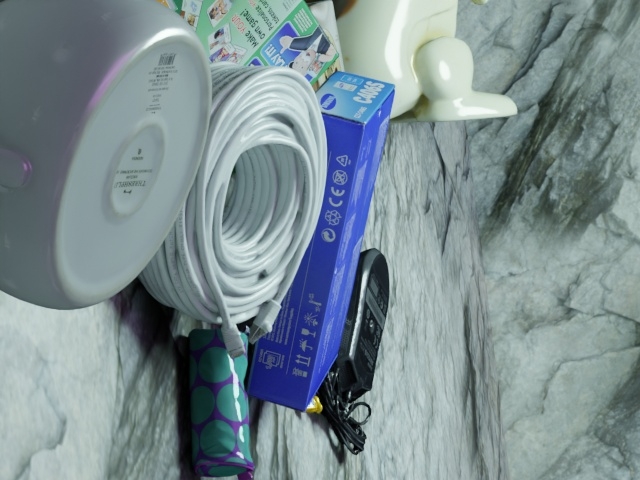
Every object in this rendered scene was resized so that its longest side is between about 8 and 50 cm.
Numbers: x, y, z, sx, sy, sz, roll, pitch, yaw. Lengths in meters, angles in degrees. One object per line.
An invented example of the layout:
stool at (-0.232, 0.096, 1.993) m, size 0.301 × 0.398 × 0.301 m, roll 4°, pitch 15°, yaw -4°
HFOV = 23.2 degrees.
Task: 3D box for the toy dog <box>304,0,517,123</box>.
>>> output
toy dog at (0.058, -0.360, 2.161) m, size 0.395 × 0.284 × 0.408 m, roll -7°, pitch 95°, yaw -36°

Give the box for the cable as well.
cable at (-0.087, -0.048, 1.525) m, size 0.257 × 0.089 × 0.257 m, roll -60°, pitch 147°, yaw -24°

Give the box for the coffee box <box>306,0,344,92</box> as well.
coffee box at (-0.058, -0.187, 1.853) m, size 0.297 × 0.118 × 0.168 m, roll -41°, pitch 122°, yaw -73°

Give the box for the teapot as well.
teapot at (-0.211, -0.082, 1.124) m, size 0.252 × 0.187 × 0.256 m, roll -58°, pitch 161°, yaw -29°

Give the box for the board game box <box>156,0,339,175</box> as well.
board game box at (-0.110, -0.185, 1.536) m, size 0.046 × 0.213 × 0.317 m, roll 41°, pitch -4°, yaw 27°

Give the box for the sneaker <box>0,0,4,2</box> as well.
sneaker at (-0.243, -0.285, 1.242) m, size 0.107 × 0.118 × 0.279 m, roll -77°, pitch 153°, yaw -57°

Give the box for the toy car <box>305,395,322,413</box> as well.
toy car at (-0.015, 0.149, 1.915) m, size 0.040 × 0.060 × 0.122 m, roll -2°, pitch 73°, yaw -43°

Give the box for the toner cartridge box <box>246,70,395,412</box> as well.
toner cartridge box at (0.000, 0.000, 1.742) m, size 0.165 × 0.075 × 0.348 m, roll -57°, pitch 160°, yaw -66°

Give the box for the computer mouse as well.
computer mouse at (0.030, 0.130, 2.080) m, size 0.188 × 0.072 × 0.272 m, roll 63°, pitch 34°, yaw -51°

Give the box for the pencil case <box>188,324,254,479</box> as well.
pencil case at (-0.099, 0.163, 1.572) m, size 0.070 × 0.064 × 0.152 m, roll 33°, pitch 47°, yaw -53°
